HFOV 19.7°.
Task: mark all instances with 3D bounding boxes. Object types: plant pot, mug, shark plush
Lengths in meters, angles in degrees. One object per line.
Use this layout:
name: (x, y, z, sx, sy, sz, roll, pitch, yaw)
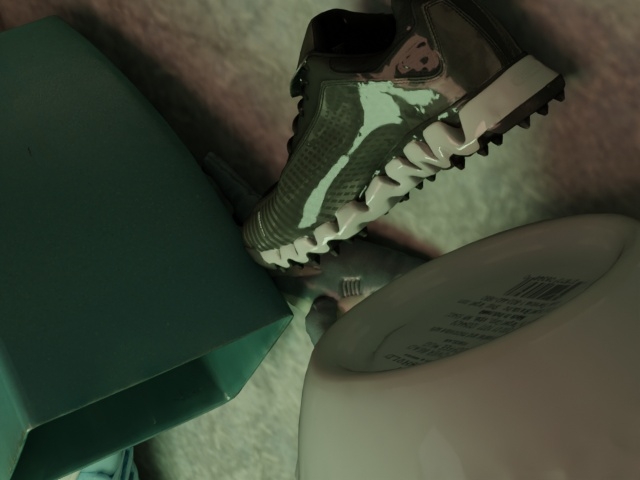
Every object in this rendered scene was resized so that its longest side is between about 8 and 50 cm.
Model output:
plant pot: (-0.157, 0.001, 1.090, 0.234, 0.165, 0.166, 61, 156, 14)
mug: (0.121, 0.161, 0.924, 0.328, 0.276, 0.374, 66, 170, -14)
shark plush: (0.000, 0.000, 1.066, 0.161, 0.073, 0.067, 44, 120, 29)

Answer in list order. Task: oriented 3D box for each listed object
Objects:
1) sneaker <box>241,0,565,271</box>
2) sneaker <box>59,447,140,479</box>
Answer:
sneaker: (0.019, -0.064, 0.952, 0.106, 0.078, 0.234, 54, 139, -2)
sneaker: (-0.163, 0.203, 1.352, 0.150, 0.135, 0.366, 16, 135, -10)
